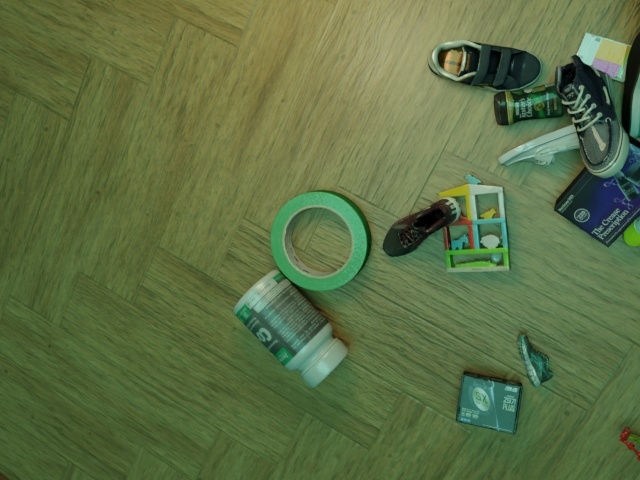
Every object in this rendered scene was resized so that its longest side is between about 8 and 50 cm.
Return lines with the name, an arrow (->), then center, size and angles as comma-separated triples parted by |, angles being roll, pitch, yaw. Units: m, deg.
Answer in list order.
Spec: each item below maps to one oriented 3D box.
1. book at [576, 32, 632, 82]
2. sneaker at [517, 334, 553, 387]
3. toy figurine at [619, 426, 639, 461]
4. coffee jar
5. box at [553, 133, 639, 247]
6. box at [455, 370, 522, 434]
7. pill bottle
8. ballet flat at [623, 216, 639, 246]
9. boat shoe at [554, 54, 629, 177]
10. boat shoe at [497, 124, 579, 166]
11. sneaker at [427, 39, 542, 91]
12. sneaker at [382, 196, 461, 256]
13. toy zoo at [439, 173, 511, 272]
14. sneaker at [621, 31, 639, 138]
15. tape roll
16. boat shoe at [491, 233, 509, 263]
book -> 0.780, -0.502, 1.647 | 0.144, 0.035, 0.096 | 23, 107, 12
sneaker -> 0.650, 0.356, 1.814 | 0.076, 0.065, 0.166 | -21, 96, 2
toy figurine -> 1.058, 0.551, 1.656 | 0.362, 0.191, 0.217 | 22, 99, 11
coffee jar -> 0.585, -0.383, 1.692 | 0.184, 0.079, 0.096 | -7, 119, 18
box -> 0.796, -0.142, 1.631 | 0.184, 0.103, 0.261 | 37, 122, 10
box -> 0.517, 0.495, 1.840 | 0.180, 0.077, 0.147 | 9, 90, 18
pill bottle -> -0.091, 0.285, 1.936 | 0.361, 0.204, 0.204 | 45, 108, 6
ballet flat -> 0.915, -0.084, 1.648 | 0.077, 0.077, 0.231 | 30, 106, 9
boat shoe -> 0.685, -0.326, 1.552 | 0.158, 0.340, 0.127 | 24, 143, -24
boat shoe -> 0.636, -0.253, 1.695 | 0.258, 0.095, 0.084 | -21, 88, 19
sneaker -> 0.461, -0.492, 1.694 | 0.321, 0.127, 0.126 | 8, 100, 14
sneaker -> 0.274, -0.035, 1.784 | 0.281, 0.162, 0.106 | -38, 81, 29
toy zoo -> 0.459, -0.052, 1.791 | 0.192, 0.030, 0.293 | -4, 97, 30
sneaker -> 0.895, -0.403, 1.548 | 0.178, 0.124, 0.295 | -4, 129, 13
tape roll -> 0.000, 0.000, 1.932 | 0.321, 0.077, 0.321 | 3, 100, 15
boat shoe -> 0.539, 0.024, 1.798 | 0.035, 0.035, 0.100 | 25, 104, 11
